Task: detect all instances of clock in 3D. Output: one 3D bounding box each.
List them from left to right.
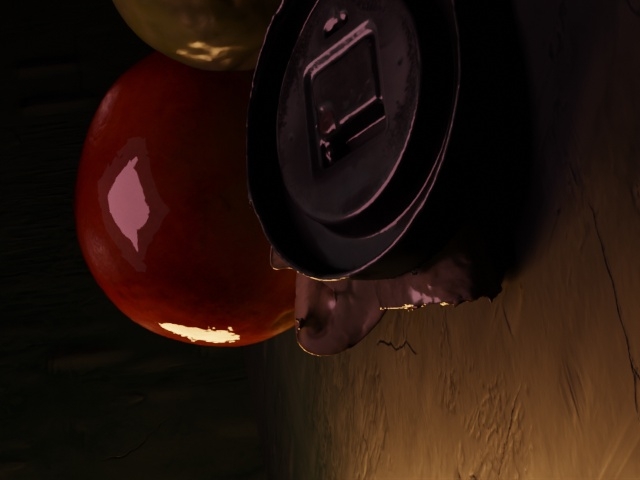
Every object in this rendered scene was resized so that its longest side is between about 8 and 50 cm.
[{"bbox_3d":[0.041,-0.114,1.377,0.312,0.061,0.313,-17,69,53],"label":"clock"}]

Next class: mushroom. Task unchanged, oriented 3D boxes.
[{"bbox_3d":[0.026,-0.024,1.768,0.151,0.156,0.286,-87,5,-71],"label":"mushroom"}]

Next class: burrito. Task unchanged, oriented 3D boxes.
[{"bbox_3d":[0.089,-0.054,1.446,0.143,0.105,0.299,110,153,-63],"label":"burrito"}]

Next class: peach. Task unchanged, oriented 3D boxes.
[{"bbox_3d":[-0.135,-0.054,1.957,0.388,0.388,0.388,173,90,-81],"label":"peach"}]

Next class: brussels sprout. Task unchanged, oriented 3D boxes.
[{"bbox_3d":[-0.098,-0.312,1.661,0.274,0.316,0.243,-47,24,39],"label":"brussels sprout"}]
